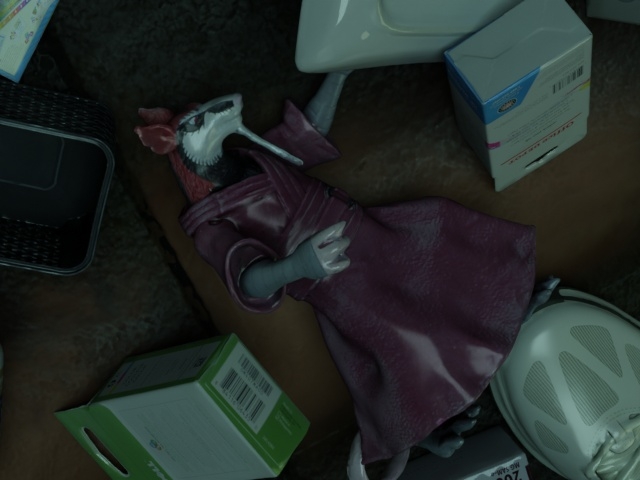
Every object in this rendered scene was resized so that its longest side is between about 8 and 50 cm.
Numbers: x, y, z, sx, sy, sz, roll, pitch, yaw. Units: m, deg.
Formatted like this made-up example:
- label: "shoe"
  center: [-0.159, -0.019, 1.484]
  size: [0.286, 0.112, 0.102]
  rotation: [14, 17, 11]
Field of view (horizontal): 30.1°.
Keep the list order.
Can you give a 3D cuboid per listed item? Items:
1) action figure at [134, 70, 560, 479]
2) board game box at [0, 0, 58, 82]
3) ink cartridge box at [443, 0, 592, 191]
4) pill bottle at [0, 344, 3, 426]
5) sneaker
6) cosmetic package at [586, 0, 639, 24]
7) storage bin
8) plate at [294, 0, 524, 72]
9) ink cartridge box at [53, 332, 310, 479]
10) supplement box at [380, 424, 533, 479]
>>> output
- label: "action figure"
  center: [0.000, 0.000, 1.003]
  size: [0.370, 0.248, 0.276]
  rotation: [32, 139, -5]
- label: "board game box"
  center: [-0.252, -0.217, 0.940]
  size: [0.103, 0.026, 0.154]
  rotation: [27, 97, -17]
- label: "ink cartridge box"
  center: [0.169, -0.122, 1.006]
  size: [0.104, 0.181, 0.062]
  rotation: [-32, 66, -2]
- label: "pill bottle"
  center: [-0.316, 0.124, 0.969]
  size: [0.112, 0.112, 0.187]
  rotation: [3, 104, -13]
- label: "sneaker"
  center: [0.338, 0.234, 1.058]
  size: [0.169, 0.257, 0.447]
  rotation: [-42, 108, 1]
- label: "cosmetic package"
  center: [0.291, -0.348, 0.886]
  size: [0.097, 0.284, 0.377]
  rotation: [-6, 105, -10]
- label: "storage bin"
  center: [-0.259, -0.056, 0.937]
  size: [0.180, 0.084, 0.122]
  rotation: [11, 114, -15]
- label: "plate"
  center: [0.114, -0.265, 0.915]
  size: [0.278, 0.045, 0.277]
  rotation: [-10, 117, -39]
- label: "ink cartridge box"
  center: [-0.122, 0.152, 1.014]
  size: [0.109, 0.209, 0.062]
  rotation: [52, 47, -20]
- label: "supplement box"
  center: [0.157, 0.313, 1.138]
  size: [0.130, 0.073, 0.239]
  rotation: [-21, 108, -6]
